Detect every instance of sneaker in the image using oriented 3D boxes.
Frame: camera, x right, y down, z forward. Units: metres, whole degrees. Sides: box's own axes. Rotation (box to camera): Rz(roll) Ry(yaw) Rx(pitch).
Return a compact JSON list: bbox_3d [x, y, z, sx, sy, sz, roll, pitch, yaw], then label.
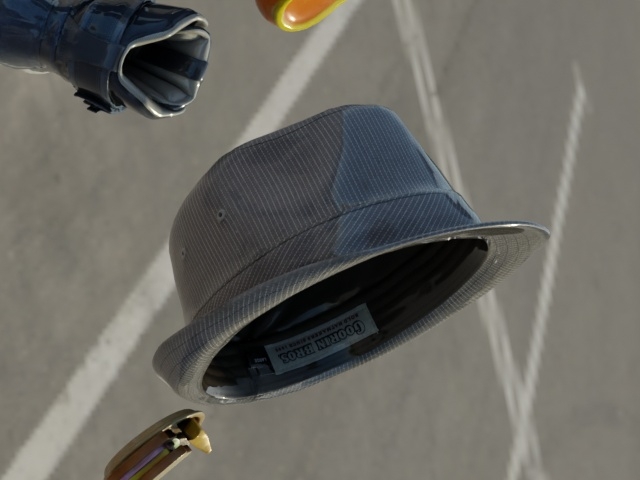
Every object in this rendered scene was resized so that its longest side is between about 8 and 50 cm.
[{"bbox_3d":[-0.151,-0.145,1.308,0.226,0.163,0.086,-39,142,-75],"label":"sneaker"}]

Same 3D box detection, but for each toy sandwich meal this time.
[{"bbox_3d":[-0.100,0.136,1.111,0.029,0.085,0.085,52,11,14],"label":"toy sandwich meal"}]

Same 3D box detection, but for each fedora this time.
[{"bbox_3d":[0.000,0.000,1.135,0.244,0.275,0.124,-9,69,-35],"label":"fedora"}]

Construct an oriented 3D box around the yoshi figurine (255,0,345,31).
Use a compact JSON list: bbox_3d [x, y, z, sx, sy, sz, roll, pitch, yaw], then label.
[{"bbox_3d":[-0.106,-0.323,1.277,0.203,0.203,0.362,-7,62,-49],"label":"yoshi figurine"}]
